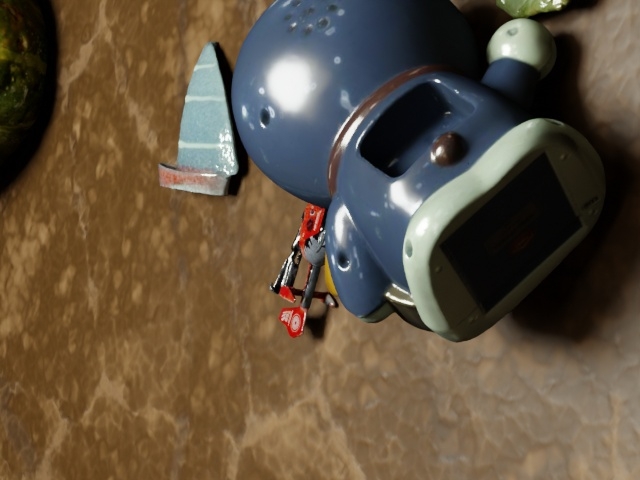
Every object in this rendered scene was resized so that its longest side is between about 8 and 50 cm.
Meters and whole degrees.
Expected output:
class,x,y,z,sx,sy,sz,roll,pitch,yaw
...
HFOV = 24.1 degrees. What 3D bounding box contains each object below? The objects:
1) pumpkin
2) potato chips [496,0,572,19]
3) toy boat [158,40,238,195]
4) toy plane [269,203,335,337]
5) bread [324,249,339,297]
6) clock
class,x,y,z,sx,sy,sz,roll,pitch,yaw
pumpkin,-0.380,-0.169,1.440,0.260,0.189,0.260,-9,78,50
potato chips,0.164,-0.201,0.860,0.207,0.028,0.092,-44,46,40
toy boat,-0.090,-0.098,1.177,0.096,0.034,0.122,11,92,47
toy plane,0.000,0.000,1.041,0.060,0.037,0.145,31,108,55
bread,0.030,-0.009,0.981,0.062,0.049,0.103,-134,51,-81
clock,0.051,-0.067,0.890,0.199,0.146,0.243,-43,49,0
